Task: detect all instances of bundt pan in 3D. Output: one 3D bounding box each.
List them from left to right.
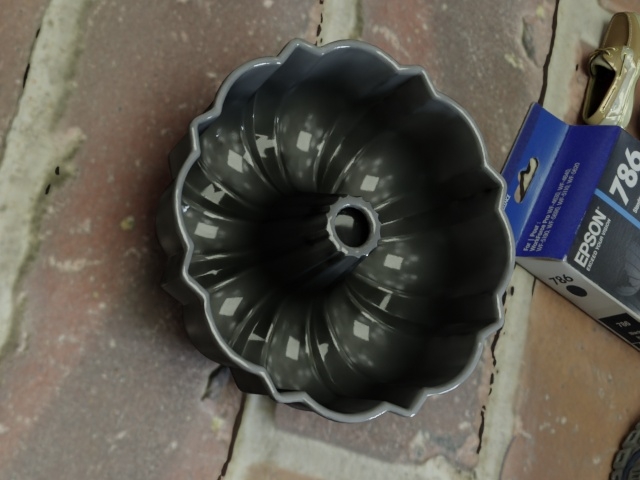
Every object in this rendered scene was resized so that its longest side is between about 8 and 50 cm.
[{"bbox_3d":[0.000,0.000,1.469,0.330,0.124,0.331,7,76,-28],"label":"bundt pan"}]

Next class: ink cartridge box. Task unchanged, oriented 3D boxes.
[{"bbox_3d":[0.320,0.010,1.680,0.332,0.065,0.165,33,66,-18],"label":"ink cartridge box"}]

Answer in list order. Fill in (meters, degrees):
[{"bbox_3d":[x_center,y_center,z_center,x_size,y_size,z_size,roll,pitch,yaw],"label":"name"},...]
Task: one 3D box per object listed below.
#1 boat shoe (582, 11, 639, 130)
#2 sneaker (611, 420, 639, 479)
[{"bbox_3d":[0.293,-0.172,1.709,0.045,0.050,0.135,20,71,-30],"label":"boat shoe"},{"bbox_3d":[0.348,0.287,1.630,0.129,0.111,0.297,27,70,-40],"label":"sneaker"}]
